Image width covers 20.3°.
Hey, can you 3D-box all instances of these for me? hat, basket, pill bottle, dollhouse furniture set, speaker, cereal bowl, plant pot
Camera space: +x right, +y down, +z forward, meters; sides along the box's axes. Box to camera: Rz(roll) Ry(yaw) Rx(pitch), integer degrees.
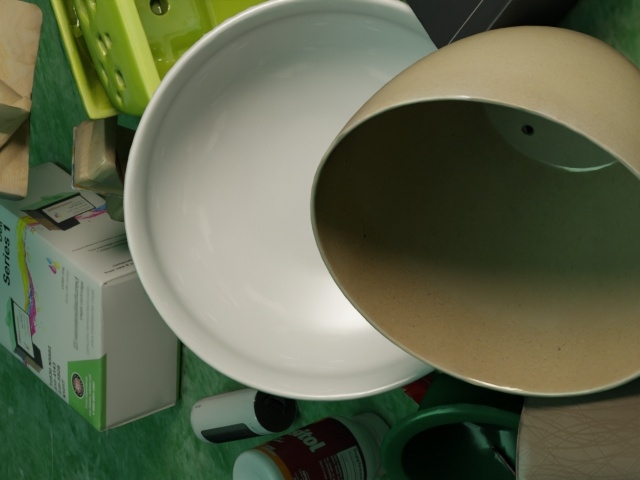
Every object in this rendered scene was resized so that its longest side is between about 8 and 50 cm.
[{"bbox_3d":[0.144,0.132,1.612,0.209,0.183,0.173,10,139,3],"label":"hat"},{"bbox_3d":[0.283,0.162,1.340,0.227,0.154,0.204,2,81,47],"label":"basket"},{"bbox_3d":[-0.003,0.221,1.738,0.086,0.152,0.086,27,126,45],"label":"pill bottle"},{"bbox_3d":[-0.366,-0.219,1.862,0.256,0.362,0.394,-36,49,52],"label":"dollhouse furniture set"},{"bbox_3d":[-0.083,0.185,1.913,0.136,0.055,0.055,-17,92,54],"label":"speaker"},{"bbox_3d":[0.006,-0.040,1.508,0.141,0.339,0.339,-111,6,-85],"label":"cereal bowl"},{"bbox_3d":[0.158,-0.049,1.329,0.284,0.191,0.284,15,136,15],"label":"plant pot"},{"bbox_3d":[-0.128,-0.235,1.643,0.207,0.227,0.228,-10,98,61],"label":"plant pot"}]

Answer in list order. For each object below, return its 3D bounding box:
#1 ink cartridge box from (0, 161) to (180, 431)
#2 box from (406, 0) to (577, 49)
[{"bbox_3d":[-0.285,0.060,2.066,0.278,0.117,0.201,33,130,41],"label":"ink cartridge box"},{"bbox_3d":[0.147,-0.279,1.353,0.184,0.103,0.261,61,143,18],"label":"box"}]
